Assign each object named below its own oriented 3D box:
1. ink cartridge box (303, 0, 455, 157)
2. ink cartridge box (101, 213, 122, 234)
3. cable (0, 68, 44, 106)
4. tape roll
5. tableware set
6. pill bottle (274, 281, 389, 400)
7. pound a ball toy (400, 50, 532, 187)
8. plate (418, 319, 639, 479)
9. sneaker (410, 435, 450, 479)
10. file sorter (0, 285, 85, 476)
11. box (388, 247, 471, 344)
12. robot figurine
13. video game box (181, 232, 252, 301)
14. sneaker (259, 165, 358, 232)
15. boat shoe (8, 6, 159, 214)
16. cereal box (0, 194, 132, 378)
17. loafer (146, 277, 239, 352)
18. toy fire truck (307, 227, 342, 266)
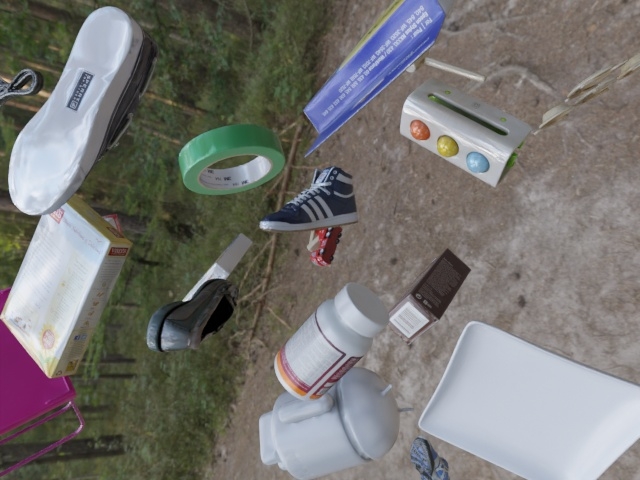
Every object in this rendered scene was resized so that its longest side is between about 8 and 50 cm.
[{"bbox_3d":[0.096,-0.314,0.721,0.303,0.072,0.307,-31,21,50],"label":"ink cartridge box"},{"bbox_3d":[-0.477,-0.006,0.906,0.135,0.099,0.056,-123,25,-70],"label":"ink cartridge box"},{"bbox_3d":[-0.890,-0.421,1.227,0.287,0.072,0.140,12,92,28],"label":"cable"},{"bbox_3d":[-0.273,-0.244,1.383,0.321,0.321,0.077,-35,67,53],"label":"tape roll"},{"bbox_3d":[0.383,-0.209,0.613,0.020,0.141,0.169,62,176,7],"label":"tableware set"},{"bbox_3d":[0.020,0.187,0.820,0.221,0.121,0.121,-50,39,23],"label":"pill bottle"},{"bbox_3d":[0.303,-0.280,1.008,0.319,0.136,0.208,37,158,23],"label":"pound a ball toy"},{"bbox_3d":[0.326,0.265,0.701,0.045,0.277,0.278,-51,-22,-53],"label":"plate"},{"bbox_3d":[0.329,0.663,1.316,0.080,0.081,0.211,1,115,49],"label":"sneaker"},{"bbox_3d":[-0.615,0.273,0.857,0.291,0.202,0.182,46,142,28],"label":"file sorter"},{"bbox_3d":[0.411,0.204,1.678,0.143,0.381,0.191,42,133,8],"label":"box"},{"bbox_3d":[0.031,0.417,1.015,0.353,0.300,0.200,-26,50,17],"label":"robot figurine"},{"bbox_3d":[-0.262,0.089,1.091,0.187,0.048,0.205,-49,8,19],"label":"video game box"},{"bbox_3d":[-0.027,-0.104,1.093,0.099,0.282,0.153,11,107,54],"label":"sneaker"},{"bbox_3d":[-0.324,-0.168,0.625,0.302,0.108,0.102,-63,-11,3],"label":"boat shoe"},{"bbox_3d":[-0.404,0.065,0.695,0.173,0.047,0.240,33,100,26],"label":"cereal box"},{"bbox_3d":[-0.190,0.132,0.764,0.267,0.084,0.096,-33,-49,-75],"label":"loafer"},{"bbox_3d":[0.000,0.000,1.372,0.135,0.047,0.192,-17,43,45],"label":"toy fire truck"}]
